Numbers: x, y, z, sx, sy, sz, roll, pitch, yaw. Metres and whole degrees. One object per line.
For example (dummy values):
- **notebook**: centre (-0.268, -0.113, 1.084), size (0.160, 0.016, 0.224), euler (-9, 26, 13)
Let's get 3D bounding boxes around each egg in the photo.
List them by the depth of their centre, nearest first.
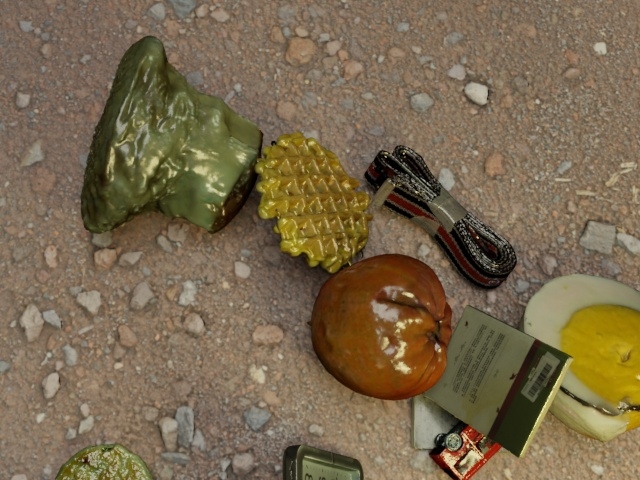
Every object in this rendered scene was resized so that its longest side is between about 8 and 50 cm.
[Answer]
- **egg**: centre (0.502, 0.238, 1.885), size (0.337, 0.201, 0.337), euler (10, 45, -10)

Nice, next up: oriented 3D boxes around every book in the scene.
- **book**: centre (0.312, 0.247, 1.803), size (0.026, 0.289, 0.201), euler (24, 93, -33)
- **book**: centre (0.275, 0.339, 1.934), size (0.198, 0.016, 0.138), euler (4, 71, -2)

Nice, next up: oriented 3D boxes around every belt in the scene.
- **belt**: centre (0.244, -0.046, 2.016), size (0.359, 0.094, 0.126), euler (43, 50, 7)

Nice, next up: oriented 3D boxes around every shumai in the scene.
- **shumai**: centre (-0.282, -0.174, 1.952), size (0.323, 0.324, 0.397), euler (17, 81, -14)

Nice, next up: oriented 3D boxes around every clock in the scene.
- **clock**: centre (0.004, 0.506, 1.738), size (0.049, 0.279, 0.273), euler (-10, 67, 24)

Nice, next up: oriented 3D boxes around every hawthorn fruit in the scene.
- **hawthorn fruit**: centre (0.093, 0.164, 1.867), size (0.298, 0.277, 0.277), euler (2, 67, 32)

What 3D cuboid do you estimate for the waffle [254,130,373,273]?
- **waffle**: centre (-0.007, -0.071, 1.935), size (0.062, 0.329, 0.329), euler (-31, 70, 32)

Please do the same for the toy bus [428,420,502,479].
- **toy bus**: centre (0.299, 0.361, 1.878), size (0.195, 0.081, 0.089), euler (-41, 89, -15)

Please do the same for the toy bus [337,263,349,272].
- **toy bus**: centre (0.000, 0.000, 2.020), size (0.061, 0.051, 0.153), euler (-36, 76, -1)

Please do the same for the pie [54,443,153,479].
- **pie**: centre (-0.399, 0.464, 1.837), size (0.187, 0.041, 0.187), euler (1, 71, -3)
